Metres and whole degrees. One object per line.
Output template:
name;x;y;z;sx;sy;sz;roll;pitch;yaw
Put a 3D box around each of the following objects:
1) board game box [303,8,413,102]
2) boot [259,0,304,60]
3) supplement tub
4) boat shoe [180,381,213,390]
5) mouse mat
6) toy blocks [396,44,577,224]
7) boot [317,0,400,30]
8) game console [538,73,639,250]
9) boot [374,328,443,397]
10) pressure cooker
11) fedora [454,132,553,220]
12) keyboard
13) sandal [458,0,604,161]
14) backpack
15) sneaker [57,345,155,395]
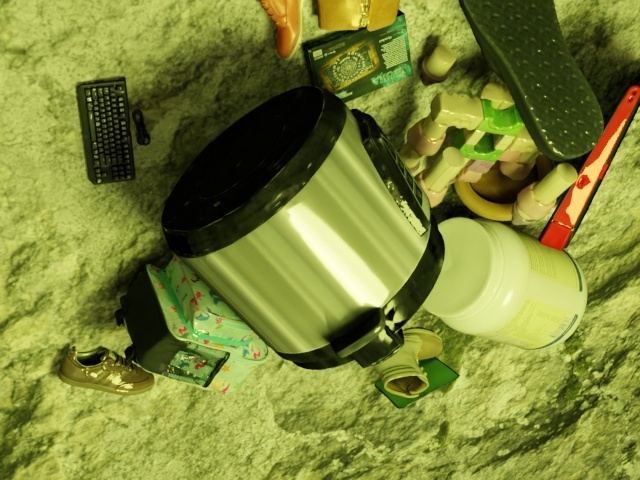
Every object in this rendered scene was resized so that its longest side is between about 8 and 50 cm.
board game box;0.069;-0.313;1.614;0.186;0.026;0.126;-23;129;-12
boot;-0.067;-0.369;1.490;0.084;0.059;0.158;-3;114;-22
supplement tub;0.366;0.088;1.886;0.325;0.235;0.235;19;112;-42
boat shoe;-0.239;0.272;1.853;0.100;0.035;0.035;20;114;-29
mouse mat;0.208;0.305;2.013;0.152;0.189;0.007;-27;104;-9
toy blocks;0.281;-0.179;1.726;0.288;0.309;0.260;6;152;-17
boot;0.125;-0.458;1.507;0.295;0.104;0.211;-16;133;-11
game console;0.539;-0.163;1.798;0.386;0.060;0.342;-32;145;-65
boot;0.196;0.263;1.981;0.213;0.165;0.077;4;119;-27
pressure cooker;-0.005;0.003;1.534;0.420;0.375;0.370;49;57;-25
fedora;0.363;-0.126;1.837;0.194;0.194;0.079;-42;170;4
keyboard;-0.331;-0.176;1.506;0.108;0.023;0.180;-12;127;-20
sandal;0.336;-0.341;1.594;0.167;0.107;0.446;-24;95;-16
backpack;-0.210;0.152;1.663;0.191;0.225;0.253;-45;134;14
sneaker;-0.391;0.241;1.731;0.188;0.066;0.071;10;115;-33
